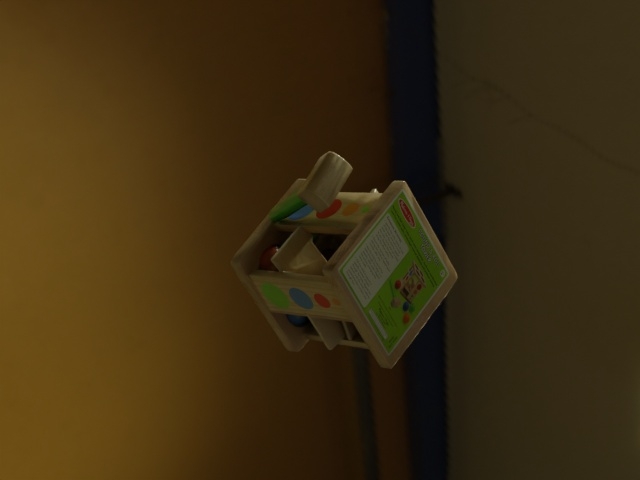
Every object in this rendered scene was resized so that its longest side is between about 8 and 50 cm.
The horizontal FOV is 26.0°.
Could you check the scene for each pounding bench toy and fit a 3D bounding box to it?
[{"bbox_3d":[0.000,0.000,0.542,0.065,0.052,0.083,5,-44,45],"label":"pounding bench toy"}]
